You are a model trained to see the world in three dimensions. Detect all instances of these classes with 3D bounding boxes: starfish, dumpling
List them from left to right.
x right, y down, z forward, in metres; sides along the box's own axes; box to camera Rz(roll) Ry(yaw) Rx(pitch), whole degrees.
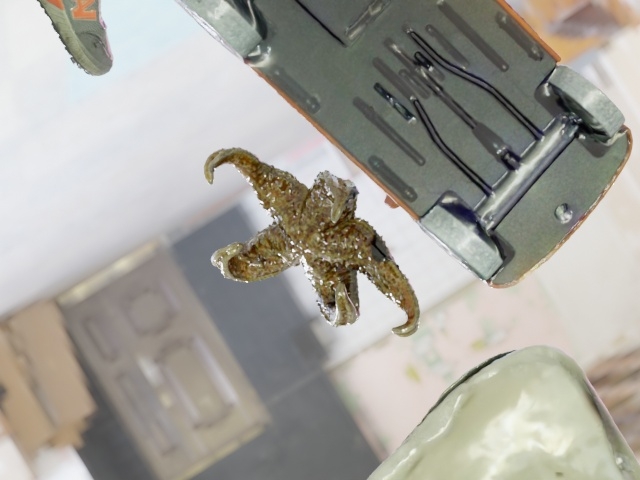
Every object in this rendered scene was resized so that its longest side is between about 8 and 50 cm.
[{"bbox_3d":[0.001,0.001,1.434,0.074,0.190,0.146,-43,151,-43],"label":"starfish"},{"bbox_3d":[0.122,0.278,1.325,0.315,0.395,0.233,-20,-155,-30],"label":"dumpling"}]

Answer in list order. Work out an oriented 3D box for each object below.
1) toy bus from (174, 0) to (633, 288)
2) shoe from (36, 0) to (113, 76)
[{"bbox_3d":[0.038,-0.120,1.189,0.143,0.329,0.153,-49,-156,0],"label":"toy bus"},{"bbox_3d":[-0.250,-0.253,1.979,0.077,0.194,0.074,-27,-143,2],"label":"shoe"}]
